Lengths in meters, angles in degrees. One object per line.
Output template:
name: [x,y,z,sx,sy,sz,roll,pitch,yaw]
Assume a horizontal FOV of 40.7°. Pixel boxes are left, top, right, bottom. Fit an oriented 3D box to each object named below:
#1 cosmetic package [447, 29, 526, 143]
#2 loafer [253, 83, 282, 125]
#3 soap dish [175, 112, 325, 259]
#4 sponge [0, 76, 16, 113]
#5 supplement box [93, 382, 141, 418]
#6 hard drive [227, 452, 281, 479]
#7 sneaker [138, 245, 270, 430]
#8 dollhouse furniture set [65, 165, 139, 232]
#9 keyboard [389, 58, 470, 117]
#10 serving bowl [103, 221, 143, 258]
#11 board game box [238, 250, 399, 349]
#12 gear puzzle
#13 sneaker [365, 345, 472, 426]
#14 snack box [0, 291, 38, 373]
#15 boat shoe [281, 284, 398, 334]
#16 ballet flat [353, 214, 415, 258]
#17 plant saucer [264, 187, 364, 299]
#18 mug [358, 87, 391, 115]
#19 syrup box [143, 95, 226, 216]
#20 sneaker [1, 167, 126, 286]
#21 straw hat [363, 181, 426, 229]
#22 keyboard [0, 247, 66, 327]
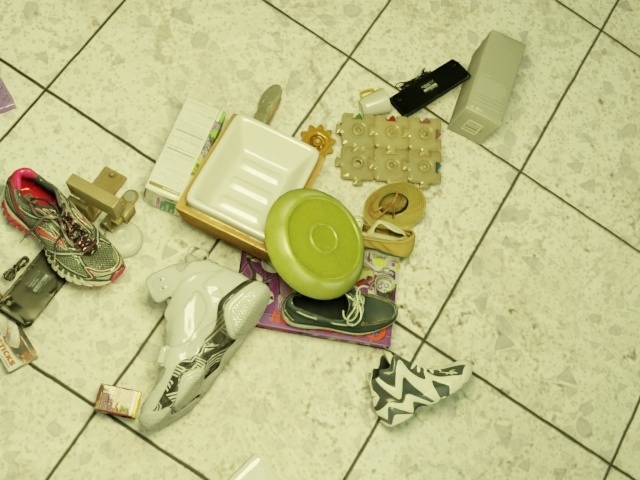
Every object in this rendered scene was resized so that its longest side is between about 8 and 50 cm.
cosmetic package: [0.399,-0.369,2.069,0.107,0.127,0.237,26,71,-4]
loafer: [-0.120,-0.300,1.977,0.045,0.039,0.125,11,63,26]
soap dish: [-0.146,-0.111,1.832,0.229,0.118,0.290,26,55,0]
sponge: [-0.754,-0.351,1.844,0.117,0.031,0.210,-28,81,-19]
supplement box: [-0.401,0.319,1.705,0.083,0.043,0.054,15,70,-9]
hard drive: [-0.169,0.597,1.672,0.203,0.040,0.307,46,69,4]
sneaker: [-0.283,0.188,1.732,0.210,0.137,0.365,35,82,15]
dollhouse furniture set: [-0.431,-0.110,1.762,0.144,0.151,0.123,28,67,11]
keyboard: [0.258,-0.365,2.067,0.192,0.038,0.100,-31,60,-3]
serving bowl: [-0.415,-0.005,1.814,0.083,0.027,0.083,4,72,-11]
board game box: [-0.008,0.106,1.865,0.347,0.056,0.208,10,75,-10]
gear puzzle: [0.115,-0.207,1.997,0.339,0.044,0.175,2,80,-9]
sneaker: [0.199,0.275,1.831,0.235,0.094,0.153,-28,89,-9]
snack box: [-0.632,0.172,1.709,0.064,0.022,0.178,-31,81,-21]
boat shoe: [0.048,0.139,1.801,0.255,0.079,0.095,8,66,-13]
ballet flat: [0.100,-0.022,1.911,0.232,0.073,0.080,13,34,-13]
plant saucer: [0.000,0.000,1.751,0.241,0.037,0.240,13,65,-30]
mug: [0.123,-0.322,2.033,0.064,0.078,0.062,-20,111,-9]
syrup box: [-0.294,-0.181,1.863,0.096,0.093,0.236,22,69,-6]
sneaker: [-0.520,-0.021,1.729,0.299,0.112,0.121,38,53,2]
straw hat: [0.162,-0.090,1.954,0.145,0.144,0.061,4,32,-12]
keyboard: [-0.579,0.080,1.740,0.108,0.023,0.180,35,59,-6]
